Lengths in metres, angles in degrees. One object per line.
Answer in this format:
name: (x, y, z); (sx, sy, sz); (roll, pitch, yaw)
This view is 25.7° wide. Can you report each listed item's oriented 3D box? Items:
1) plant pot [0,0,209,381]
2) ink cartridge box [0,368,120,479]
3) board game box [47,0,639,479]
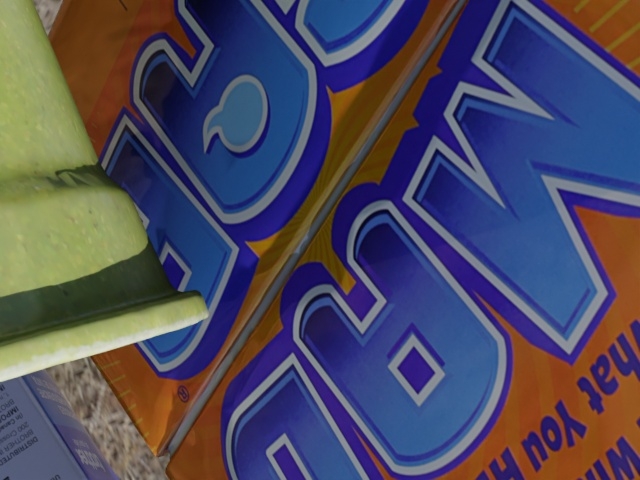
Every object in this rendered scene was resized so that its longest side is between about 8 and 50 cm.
plant pot: (-0.204, -0.059, 0.490); (0.276, 0.276, 0.254); (-15, 90, -11)
ink cartridge box: (-0.319, 0.138, 0.952); (0.270, 0.151, 0.395); (-34, 76, -4)
board game box: (0.124, -0.045, 0.662); (0.356, 0.356, 0.356); (-15, 58, -43)
